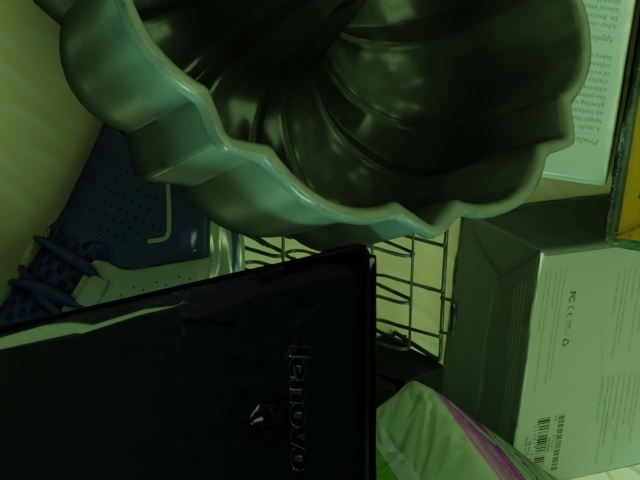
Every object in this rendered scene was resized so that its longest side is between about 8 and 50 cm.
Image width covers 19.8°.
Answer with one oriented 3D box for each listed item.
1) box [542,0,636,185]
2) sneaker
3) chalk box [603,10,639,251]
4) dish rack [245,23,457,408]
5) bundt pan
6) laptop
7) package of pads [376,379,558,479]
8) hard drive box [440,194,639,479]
[{"bbox_3d":[0.149,-0.136,1.147,0.091,0.130,0.170,9,109,8],"label":"box"},{"bbox_3d":[-0.170,0.087,1.029,0.182,0.127,0.315,10,104,-40],"label":"sneaker"},{"bbox_3d":[0.291,-0.096,1.208,0.179,0.289,0.180,10,105,8],"label":"chalk box"},{"bbox_3d":[0.000,0.000,1.136,0.208,0.074,0.271,-15,113,-42],"label":"dish rack"},{"bbox_3d":[-0.015,-0.141,0.978,0.331,0.124,0.331,15,63,-33],"label":"bundt pan"},{"bbox_3d":[-0.204,0.184,0.972,0.236,0.408,0.382,-39,133,-57],"label":"laptop"},{"bbox_3d":[0.151,0.236,1.104,0.101,0.296,0.229,-46,130,8],"label":"package of pads"},{"bbox_3d":[0.207,0.065,1.310,0.232,0.089,0.181,-6,112,-33],"label":"hard drive box"}]
